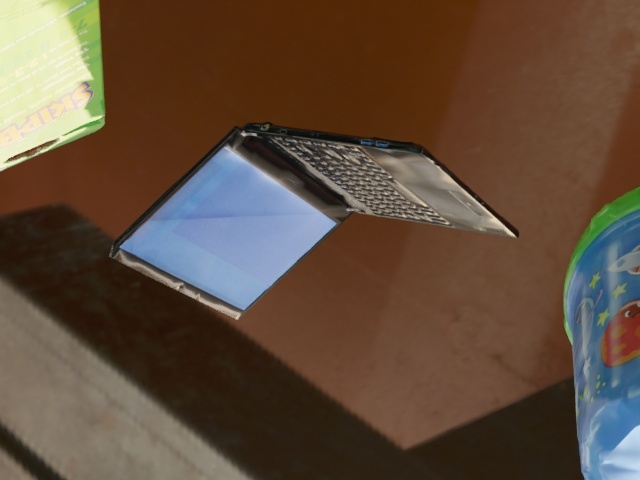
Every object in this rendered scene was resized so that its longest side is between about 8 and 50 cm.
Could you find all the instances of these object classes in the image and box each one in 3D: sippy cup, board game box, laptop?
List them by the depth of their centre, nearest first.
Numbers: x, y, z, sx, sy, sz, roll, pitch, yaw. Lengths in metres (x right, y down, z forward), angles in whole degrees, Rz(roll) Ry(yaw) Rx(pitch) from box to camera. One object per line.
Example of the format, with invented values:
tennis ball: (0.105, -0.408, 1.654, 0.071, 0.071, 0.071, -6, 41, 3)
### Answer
board game box: (-0.214, -0.124, 1.057, 0.039, 0.124, 0.259, 59, 163, 20)
sippy cup: (0.290, 0.103, 1.141, 0.240, 0.224, 0.305, -17, 117, 27)
laptop: (0.000, 0.000, 1.304, 0.264, 0.234, 0.136, 10, 79, 29)
